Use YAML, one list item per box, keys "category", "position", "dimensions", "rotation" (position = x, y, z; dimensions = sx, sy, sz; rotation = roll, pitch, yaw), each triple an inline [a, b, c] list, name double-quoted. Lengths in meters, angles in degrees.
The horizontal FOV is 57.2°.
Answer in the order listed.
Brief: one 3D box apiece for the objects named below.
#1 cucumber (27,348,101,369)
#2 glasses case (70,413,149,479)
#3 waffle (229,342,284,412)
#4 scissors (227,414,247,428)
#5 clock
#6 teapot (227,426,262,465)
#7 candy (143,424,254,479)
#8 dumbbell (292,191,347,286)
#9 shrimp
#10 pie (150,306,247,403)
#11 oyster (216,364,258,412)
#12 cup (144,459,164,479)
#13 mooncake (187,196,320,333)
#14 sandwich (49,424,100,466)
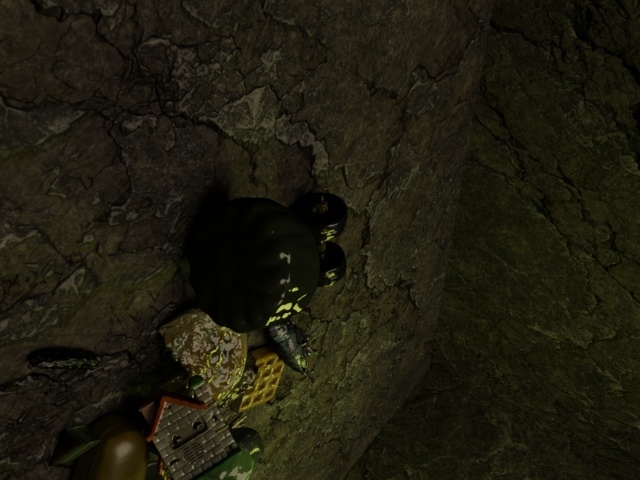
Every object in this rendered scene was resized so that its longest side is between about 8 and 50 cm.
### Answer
- category: "cucumber"
  position: [-0.600, 0.282, 1.379]
  dimensions: [0.181, 0.053, 0.053]
  rotation: [19, 97, -61]
- category: "glasses case"
  position: [-0.587, 0.670, 1.635]
  dimensions: [0.173, 0.141, 0.371]
  rotation: [2, 113, -60]
- category: "waffle"
  position: [-0.220, 0.506, 2.187]
  dimensions: [0.221, 0.055, 0.248]
  rotation: [-4, 117, -57]
- category: "scissors"
  position: [-0.347, 0.716, 2.197]
  dimensions: [0.187, 0.020, 0.134]
  rotation: [-24, 136, -47]
- category: "clock"
  position: [-0.374, 0.526, 1.622]
  dimensions: [0.219, 0.106, 0.255]
  rotation: [-27, 96, -19]
- category: "teapot"
  position: [-0.323, 0.664, 1.949]
  dimensions: [0.183, 0.250, 0.184]
  rotation: [-39, 145, -35]
- category: "candy"
  position: [-0.361, 0.628, 1.752]
  dimensions: [0.132, 0.343, 0.142]
  rotation: [-41, -162, 45]
- category: "dumbbell"
  position: [0.000, 0.000, 1.988]
  dimensions: [0.185, 0.185, 0.388]
  rotation: [-40, 144, -36]
- category: "shrimp"
  position: [-0.077, 0.381, 2.133]
  dimensions: [0.372, 0.172, 0.137]
  rotation: [53, 33, -35]
- category: "pie"
  position: [-0.342, 0.344, 1.724]
  dimensions: [0.337, 0.075, 0.338]
  rotation: [-12, 110, -35]
- category: "oyster"
  position: [-0.348, 0.494, 1.895]
  dimensions: [0.337, 0.133, 0.198]
  rotation: [-17, 136, -47]
- category: "cup"
  position: [-0.528, 0.777, 1.870]
  dimensions: [0.120, 0.120, 0.141]
  rotation: [-36, 155, -40]
- category: "mooncake"
  position: [-0.187, 0.062, 1.558]
  dimensions: [0.194, 0.356, 0.357]
  rotation: [-10, 123, -59]
- category: "sandwich"
  position: [-0.636, 0.551, 1.522]
  dimensions: [0.074, 0.074, 0.117]
  rotation: [14, 102, -60]
